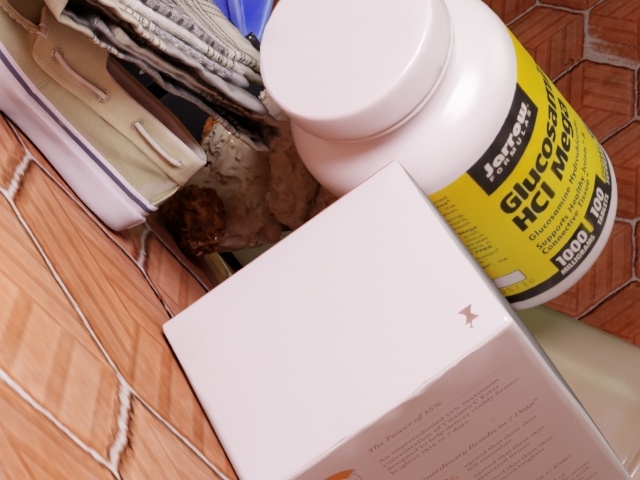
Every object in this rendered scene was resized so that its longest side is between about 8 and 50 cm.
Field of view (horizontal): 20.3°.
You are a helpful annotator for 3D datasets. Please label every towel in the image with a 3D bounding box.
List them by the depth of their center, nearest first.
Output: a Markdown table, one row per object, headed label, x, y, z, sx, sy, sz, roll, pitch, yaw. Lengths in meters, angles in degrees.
| label | x | y | z | sx | sy | sz | roll | pitch | yaw |
| --- | --- | --- | --- | --- | --- | --- | --- | --- | --- |
| towel | -0.168 | -0.223 | 1.330 | 0.324 | 0.056 | 0.312 | 53 | 10 | 28 |

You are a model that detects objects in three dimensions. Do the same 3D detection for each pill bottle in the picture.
| label | x | y | z | sx | sy | sz | roll | pitch | yaw |
| --- | --- | --- | --- | --- | --- | --- | --- | --- | --- |
| pill bottle | 0.095 | -0.084 | 1.415 | 0.334 | 0.188 | 0.188 | 39 | 15 | -52 |

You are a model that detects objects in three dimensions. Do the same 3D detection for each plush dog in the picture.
| label | x | y | z | sx | sy | sz | roll | pitch | yaw |
| --- | --- | --- | --- | --- | --- | --- | --- | --- | --- |
| plush dog | -0.033 | -0.062 | 1.626 | 0.262 | 0.225 | 0.210 | -68 | 138 | -67 |

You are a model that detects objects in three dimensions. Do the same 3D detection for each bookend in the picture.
| label | x | y | z | sx | sy | sz | roll | pitch | yaw |
| --- | --- | --- | --- | --- | --- | --- | --- | --- | --- |
| bookend | -0.129 | -0.169 | 1.813 | 0.072 | 0.157 | 0.156 | 52 | 6 | -33 |

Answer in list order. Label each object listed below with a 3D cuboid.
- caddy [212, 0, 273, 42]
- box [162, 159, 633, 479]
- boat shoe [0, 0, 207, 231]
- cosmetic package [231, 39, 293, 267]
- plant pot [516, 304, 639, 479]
| label | x | y | z | sx | sy | sz | roll | pitch | yaw |
| --- | --- | --- | --- | --- | --- | --- | --- | --- | --- |
| caddy | -0.135 | -0.321 | 2.031 | 0.241 | 0.179 | 0.341 | 76 | 5 | -64 |
| box | 0.071 | 0.130 | 1.362 | 0.168 | 0.215 | 0.345 | 58 | 5 | 35 |
| boat shoe | -0.195 | -0.133 | 1.296 | 0.302 | 0.094 | 0.109 | 51 | 6 | -39 |
| cosmetic package | 0.000 | 0.000 | 1.912 | 0.385 | 0.156 | 0.217 | 51 | 4 | -31 |
| plant pot | 0.167 | 0.177 | 1.667 | 0.280 | 0.323 | 0.323 | 39 | 7 | -6 |
